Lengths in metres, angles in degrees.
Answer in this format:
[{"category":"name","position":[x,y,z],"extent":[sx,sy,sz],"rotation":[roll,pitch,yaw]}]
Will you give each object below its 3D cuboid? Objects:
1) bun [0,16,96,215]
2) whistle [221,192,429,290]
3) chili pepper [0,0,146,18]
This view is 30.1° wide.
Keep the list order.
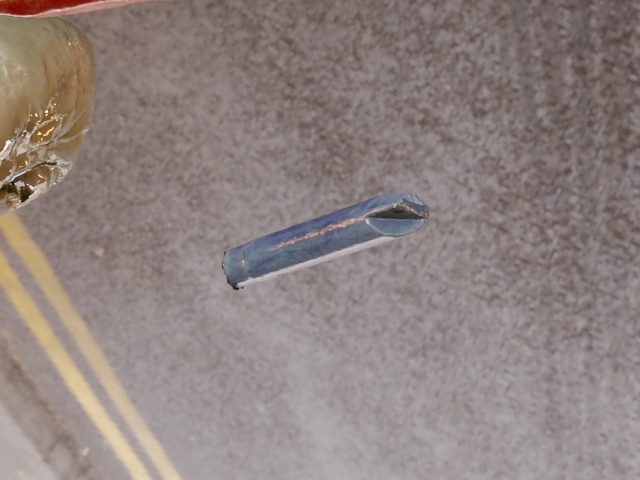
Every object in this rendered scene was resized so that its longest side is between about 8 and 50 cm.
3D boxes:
[{"category":"bun","position":[-0.455,-0.144,1.588],"extent":[0.211,0.360,0.360],"rotation":[61,152,10]},{"category":"whistle","position":[0.000,0.000,1.529],"extent":[0.304,0.062,0.062],"rotation":[-19,126,36]},{"category":"chili pepper","position":[-0.189,-0.246,1.113],"extent":[0.272,0.063,0.071],"rotation":[-5,170,25]}]
